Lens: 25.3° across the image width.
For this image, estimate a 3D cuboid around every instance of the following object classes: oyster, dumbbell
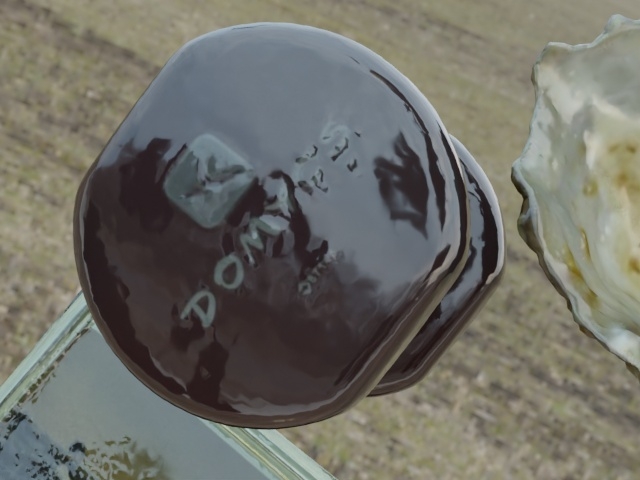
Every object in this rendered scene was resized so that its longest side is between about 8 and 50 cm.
[{"bbox_3d":[0.239,-0.041,0.536,0.133,0.337,0.197,-80,148,-89],"label":"oyster"},{"bbox_3d":[0.000,0.000,0.572,0.124,0.140,0.225,37,3,11],"label":"dumbbell"}]

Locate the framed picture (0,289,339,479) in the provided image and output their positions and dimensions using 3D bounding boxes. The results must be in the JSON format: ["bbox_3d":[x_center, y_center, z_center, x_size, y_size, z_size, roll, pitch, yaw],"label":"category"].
[{"bbox_3d":[-0.094,0.165,0.733,0.252,0.197,0.014,37,-8,18],"label":"framed picture"}]
